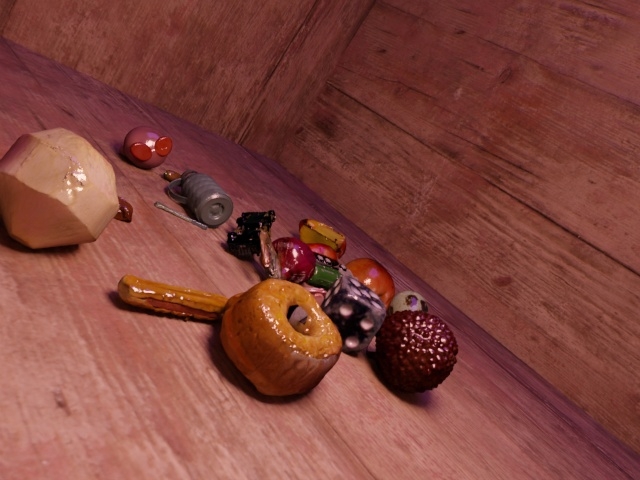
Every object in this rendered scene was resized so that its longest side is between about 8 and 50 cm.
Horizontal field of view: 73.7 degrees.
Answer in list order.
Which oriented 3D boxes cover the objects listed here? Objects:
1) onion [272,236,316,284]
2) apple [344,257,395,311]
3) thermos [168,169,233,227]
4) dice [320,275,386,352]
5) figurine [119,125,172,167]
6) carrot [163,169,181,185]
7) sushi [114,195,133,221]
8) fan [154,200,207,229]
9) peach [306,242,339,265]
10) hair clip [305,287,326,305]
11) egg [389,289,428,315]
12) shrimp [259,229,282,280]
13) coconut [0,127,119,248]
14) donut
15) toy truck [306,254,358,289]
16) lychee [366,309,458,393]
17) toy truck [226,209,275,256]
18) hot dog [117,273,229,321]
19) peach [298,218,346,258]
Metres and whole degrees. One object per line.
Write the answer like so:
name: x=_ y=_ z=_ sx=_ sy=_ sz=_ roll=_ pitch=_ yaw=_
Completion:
onion: x=-0.111 y=0.083 z=1.545 sx=0.195 sy=0.140 sz=0.218 roll=52 pitch=23 yaw=-9
apple: x=0.239 y=0.182 z=1.985 sx=0.293 sy=0.163 sz=0.251 roll=22 pitch=16 yaw=-36
thermos: x=-0.465 y=-0.173 z=1.622 sx=0.182 sy=0.145 sz=0.286 roll=-16 pitch=40 yaw=-33
dice: x=0.092 y=0.236 z=1.378 sx=0.183 sy=0.182 sz=0.181 roll=34 pitch=12 yaw=-6
figurine: x=-0.690 y=-0.368 z=1.689 sx=0.173 sy=0.173 sz=0.173 roll=32 pitch=13 yaw=-8
carrot: x=-0.555 y=-0.239 z=1.820 sx=0.254 sy=0.049 sz=0.049 roll=25 pitch=16 yaw=-45
sushi: x=-0.586 y=-0.100 z=1.216 sx=0.120 sy=0.052 sz=0.055 roll=29 pitch=13 yaw=-23
fan: x=-0.486 y=-0.087 z=1.498 sx=0.193 sy=0.016 sz=0.038 roll=28 pitch=12 yaw=-22
peach: x=-0.030 y=0.047 z=1.828 sx=0.189 sy=0.068 sz=0.279 roll=-3 pitch=-22 yaw=33
hair clip: x=-0.050 y=0.188 z=1.314 sx=0.123 sy=0.138 sz=0.102 roll=13 pitch=19 yaw=-40
egg: x=0.383 y=0.311 z=1.864 sx=0.169 sy=0.169 sz=0.231 roll=35 pitch=26 yaw=2
shrimp: x=-0.165 y=0.070 z=1.390 sx=0.173 sy=0.058 sz=0.253 roll=76 pitch=0 yaw=-45
coconut: x=-0.560 y=-0.098 z=0.905 sx=0.259 sy=0.259 sz=0.259 roll=32 pitch=13 yaw=-8
donut: x=-0.086 y=0.223 z=1.011 sx=0.299 sy=0.150 sz=0.317 roll=45 pitch=16 yaw=-14
toy truck: x=0.035 y=0.149 z=1.748 sx=0.242 sy=0.101 sz=0.125 roll=21 pitch=23 yaw=-36
lychee: x=0.282 y=0.347 z=1.342 sx=0.264 sy=0.300 sz=0.264 roll=34 pitch=47 yaw=-48
toy truck: x=-0.246 y=-0.018 z=1.560 sx=0.127 sy=0.127 sz=0.257 roll=-1 pitch=23 yaw=8
hot dog: x=-0.324 y=0.137 z=0.980 sx=0.286 sy=0.061 sz=0.088 roll=26 pitch=15 yaw=-41
peach: x=0.000 y=0.007 z=2.051 sx=0.267 sy=0.154 sz=0.159 roll=30 pitch=19 yaw=26
